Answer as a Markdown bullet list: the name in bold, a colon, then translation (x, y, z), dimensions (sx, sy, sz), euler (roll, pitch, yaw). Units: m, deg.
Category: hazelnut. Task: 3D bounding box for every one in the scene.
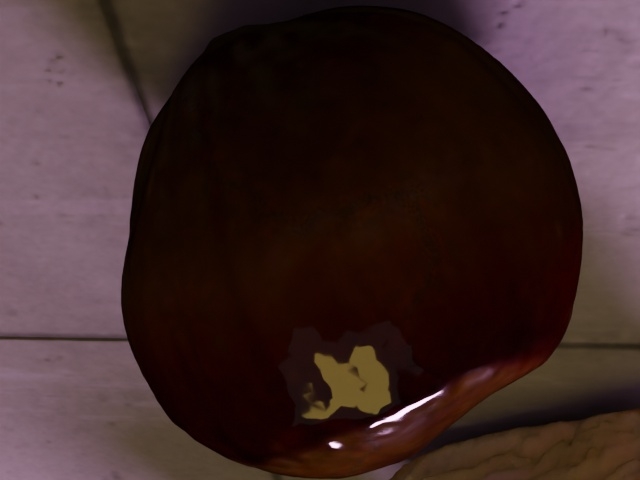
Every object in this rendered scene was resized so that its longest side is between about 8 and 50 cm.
- **hazelnut**: translation (0.000, 0.000, 0.768), dimensions (0.217, 0.217, 0.251), euler (22, 166, -19)

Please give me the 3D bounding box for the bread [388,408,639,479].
- **bread**: translation (0.209, 0.269, 1.127), dimensions (0.236, 0.165, 0.375), euler (-20, 136, 27)
